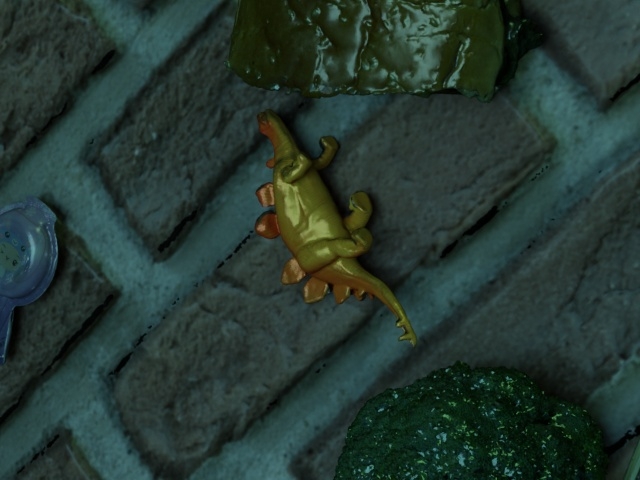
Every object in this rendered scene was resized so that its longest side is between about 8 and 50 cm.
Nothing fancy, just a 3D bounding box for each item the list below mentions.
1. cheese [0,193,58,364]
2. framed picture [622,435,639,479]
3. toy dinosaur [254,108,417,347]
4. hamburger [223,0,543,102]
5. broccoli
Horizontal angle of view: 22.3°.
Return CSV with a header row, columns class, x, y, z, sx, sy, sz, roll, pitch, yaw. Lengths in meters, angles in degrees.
class,x,y,z,sx,sy,sz,roll,pitch,yaw
cheese,-0.341,0.038,1.781,0.105,0.042,0.191,37,113,23
framed picture,0.346,0.286,1.385,0.232,0.019,0.296,20,85,25
toy dinosaur,0.000,0.000,1.578,0.117,0.070,0.288,-42,70,36
hamburger,0.049,-0.236,1.494,0.308,0.132,0.211,10,101,29
broccoli,0.137,0.242,1.443,0.270,0.270,0.270,6,133,28
